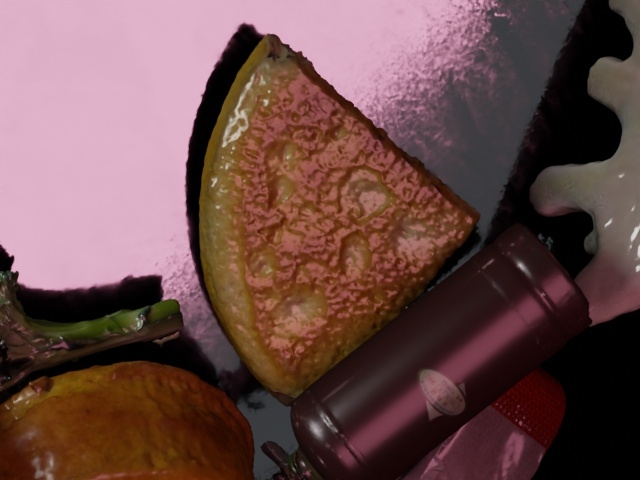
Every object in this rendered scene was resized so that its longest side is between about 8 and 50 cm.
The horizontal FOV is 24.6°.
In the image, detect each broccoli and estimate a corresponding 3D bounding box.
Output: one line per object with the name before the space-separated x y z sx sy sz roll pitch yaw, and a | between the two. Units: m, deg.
broccoli | -0.223 0.083 1.294 0.204 0.118 0.122 -5 75 -19

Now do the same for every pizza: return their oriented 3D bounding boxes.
pizza | -0.031 -0.011 1.332 0.268 0.087 0.258 41 95 -20

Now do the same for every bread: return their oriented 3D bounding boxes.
bread | -0.184 0.255 1.289 0.312 0.172 0.312 -13 128 -17

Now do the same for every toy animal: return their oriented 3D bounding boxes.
toy animal | 0.340 -0.084 1.391 0.188 0.266 0.308 13 57 -32

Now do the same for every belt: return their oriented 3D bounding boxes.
belt | 0.129 0.184 1.402 0.124 0.128 0.201 39 84 -20

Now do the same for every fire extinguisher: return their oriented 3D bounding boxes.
fire extinguisher | 0.084 0.137 1.301 0.337 0.114 0.135 -38 66 1
